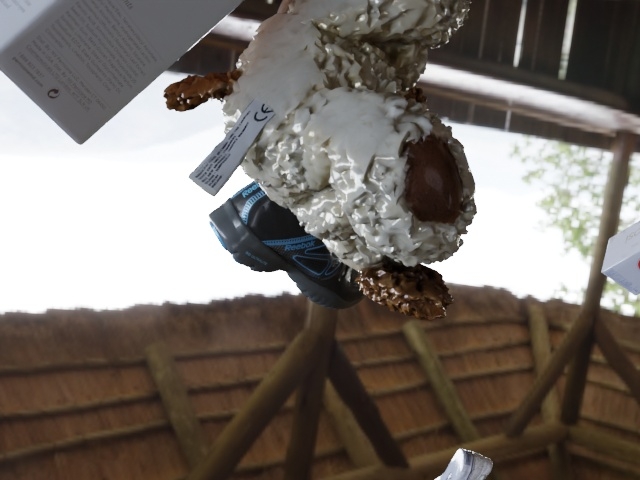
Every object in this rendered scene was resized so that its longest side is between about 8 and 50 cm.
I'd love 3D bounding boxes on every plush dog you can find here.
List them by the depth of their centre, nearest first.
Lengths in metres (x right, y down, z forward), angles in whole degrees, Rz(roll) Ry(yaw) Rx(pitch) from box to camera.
[{"bbox_3d":[0.025,-0.061,0.655,0.210,0.263,0.225,-10,145,21],"label":"plush dog"}]

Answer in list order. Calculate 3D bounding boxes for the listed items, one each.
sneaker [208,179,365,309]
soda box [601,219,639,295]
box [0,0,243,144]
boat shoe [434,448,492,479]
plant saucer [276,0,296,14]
[{"bbox_3d":[0.000,0.000,1.233,0.341,0.139,0.125,25,-152,-55],"label":"sneaker"},{"bbox_3d":[0.502,-0.005,1.242,0.069,0.074,0.216,34,143,-10],"label":"soda box"},{"bbox_3d":[-0.141,-0.171,0.554,0.130,0.170,0.091,45,175,35],"label":"box"},{"bbox_3d":[0.125,0.221,0.783,0.035,0.100,0.035,14,-140,-8],"label":"boat shoe"},{"bbox_3d":[0.010,-0.173,0.792,0.036,0.199,0.198,23,-167,31],"label":"plant saucer"}]
